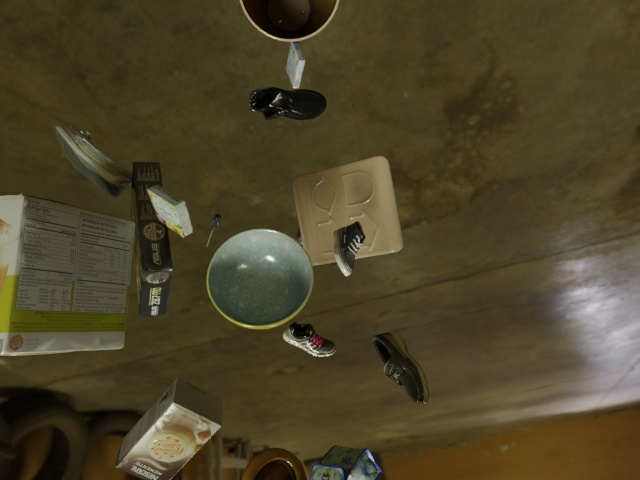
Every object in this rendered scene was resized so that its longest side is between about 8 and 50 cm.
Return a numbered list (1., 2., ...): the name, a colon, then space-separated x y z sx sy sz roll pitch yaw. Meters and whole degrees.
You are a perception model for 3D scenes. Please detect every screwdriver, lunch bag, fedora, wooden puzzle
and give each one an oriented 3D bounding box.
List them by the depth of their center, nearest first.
1. lunch bag: 0.045 0.564 1.311 0.151 0.096 0.129 -39 -168 -38
2. fedora: -0.134 0.669 1.515 0.194 0.194 0.079 4 152 -24
3. screwdriver: -0.335 -0.029 1.700 0.025 0.024 0.170 35 139 -4
4. wooden puzzle: 0.095 -0.096 1.898 0.348 0.322 0.080 -11 179 22

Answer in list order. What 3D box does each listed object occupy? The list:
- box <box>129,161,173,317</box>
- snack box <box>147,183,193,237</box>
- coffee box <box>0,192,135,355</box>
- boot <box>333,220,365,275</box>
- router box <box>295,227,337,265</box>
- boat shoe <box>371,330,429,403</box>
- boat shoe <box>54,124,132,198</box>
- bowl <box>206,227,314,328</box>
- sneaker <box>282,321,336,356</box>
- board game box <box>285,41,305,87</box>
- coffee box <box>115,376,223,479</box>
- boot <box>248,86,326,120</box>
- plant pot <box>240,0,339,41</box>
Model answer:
1. box: -0.541 0.001 1.758 0.097 0.394 0.318 -2 150 -24
2. snack box: -0.397 -0.080 1.465 0.037 0.141 0.100 -32 132 -32
3. coffee box: -0.695 0.087 1.317 0.338 0.334 0.338 -1 172 23
4. boot: 0.089 0.017 1.615 0.086 0.190 0.069 -28 128 17
5. router box: 0.000 0.000 2.058 0.179 0.133 0.046 33 120 -14
6. boat shoe: 0.183 0.301 1.314 0.074 0.223 0.080 -5 124 -16
7. boat shoe: -0.754 -0.275 1.844 0.103 0.320 0.118 -42 167 -33
8. bowl: -0.167 0.126 1.565 0.290 0.289 0.156 -6 156 -7
9. sneaker: -0.030 0.298 1.692 0.171 0.063 0.074 22 134 3
10. board game box: -0.069 -0.480 1.513 0.020 0.090 0.090 -4 144 -19
11. coffee box: -0.370 0.475 1.368 0.141 0.098 0.246 35 106 -22
12. boot: -0.089 -0.396 1.617 0.247 0.207 0.094 3 106 -11
13. plant pot: -0.081 -0.610 1.402 0.237 0.237 0.254 -9 -168 -3
